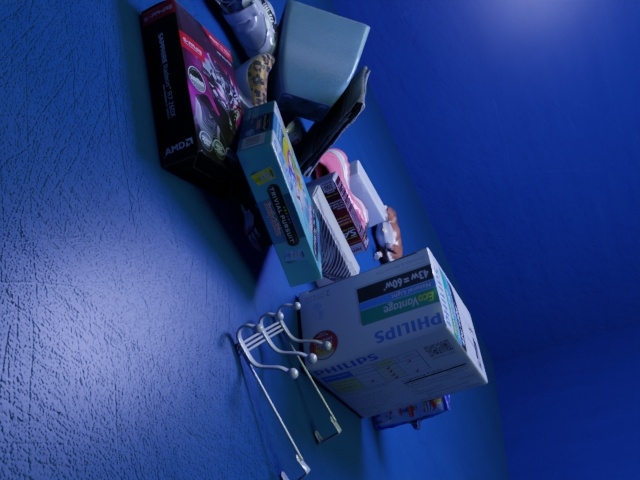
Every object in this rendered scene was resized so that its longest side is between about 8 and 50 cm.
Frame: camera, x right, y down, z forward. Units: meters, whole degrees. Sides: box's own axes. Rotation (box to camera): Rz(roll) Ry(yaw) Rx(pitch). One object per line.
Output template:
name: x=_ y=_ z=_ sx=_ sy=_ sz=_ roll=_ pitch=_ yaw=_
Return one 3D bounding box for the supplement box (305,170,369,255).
supplement box: x=0.034 y=-0.064 z=1.923 sx=0.239 sy=0.130 sz=0.073 roll=63 pitch=19 yaw=-17

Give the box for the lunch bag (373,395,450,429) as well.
lunch bag: x=0.242 y=0.396 z=1.894 sx=0.138 sy=0.221 sz=0.293 roll=42 pitch=33 yaw=-54

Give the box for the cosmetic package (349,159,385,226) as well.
cosmetic package: x=0.128 y=-0.153 z=2.301 sx=0.231 sy=0.117 sz=0.085 roll=57 pitch=23 yaw=-36

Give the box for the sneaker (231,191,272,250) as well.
sneaker: x=-0.147 y=-0.067 z=1.518 sx=0.077 sy=0.072 sz=0.178 roll=-82 pitch=155 yaw=-74

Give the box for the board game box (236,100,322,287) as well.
board game box: x=-0.083 y=-0.107 z=1.477 sx=0.254 sy=0.079 sz=0.336 roll=-93 pitch=165 yaw=-59

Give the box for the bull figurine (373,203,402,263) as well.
bull figurine: x=0.259 y=0.004 z=2.533 sx=0.188 sy=0.101 sz=0.310 roll=20 pitch=53 yaw=-64

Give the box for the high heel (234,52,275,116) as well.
high heel: x=-0.155 y=-0.381 z=1.746 sx=0.186 sy=0.093 sz=0.261 roll=58 pitch=38 yaw=-15

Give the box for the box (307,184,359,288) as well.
box: x=0.000 y=0.000 z=1.795 sx=0.275 sy=0.113 sz=0.094 roll=62 pitch=21 yaw=-20

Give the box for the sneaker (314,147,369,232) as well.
sneaker: x=0.046 y=-0.136 z=2.118 sx=0.136 sy=0.116 sz=0.314 roll=-18 pitch=87 yaw=-54

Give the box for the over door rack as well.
over door rack: x=-0.042 y=0.298 z=1.378 sx=0.324 sy=0.108 sz=0.239 roll=71 pitch=19 yaw=1

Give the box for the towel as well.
towel: x=0.044 y=-0.353 z=2.003 sx=0.056 sy=0.312 sz=0.324 roll=36 pitch=30 yaw=-15

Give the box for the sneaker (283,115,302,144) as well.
sneaker: x=-0.083 y=-0.315 z=1.962 sx=0.075 sy=0.057 sz=0.161 roll=59 pitch=18 yaw=-14

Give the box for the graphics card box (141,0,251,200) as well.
graphics card box: x=-0.254 y=-0.291 z=1.403 sx=0.233 sy=0.094 sz=0.371 roll=33 pitch=42 yaw=-62

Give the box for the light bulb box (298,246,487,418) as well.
light bulb box: x=0.184 y=0.247 z=1.669 sx=0.361 sy=0.358 sz=0.225 roll=51 pitch=25 yaw=-48

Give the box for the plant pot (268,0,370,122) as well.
plant pot: x=-0.027 y=-0.493 z=1.933 sx=0.247 sy=0.248 sz=0.252 roll=142 pitch=-39 yaw=-73

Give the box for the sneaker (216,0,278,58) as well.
sneaker: x=-0.241 y=-0.635 z=1.743 sx=0.366 sy=0.137 sz=0.210 roll=68 pitch=26 yaw=-16
